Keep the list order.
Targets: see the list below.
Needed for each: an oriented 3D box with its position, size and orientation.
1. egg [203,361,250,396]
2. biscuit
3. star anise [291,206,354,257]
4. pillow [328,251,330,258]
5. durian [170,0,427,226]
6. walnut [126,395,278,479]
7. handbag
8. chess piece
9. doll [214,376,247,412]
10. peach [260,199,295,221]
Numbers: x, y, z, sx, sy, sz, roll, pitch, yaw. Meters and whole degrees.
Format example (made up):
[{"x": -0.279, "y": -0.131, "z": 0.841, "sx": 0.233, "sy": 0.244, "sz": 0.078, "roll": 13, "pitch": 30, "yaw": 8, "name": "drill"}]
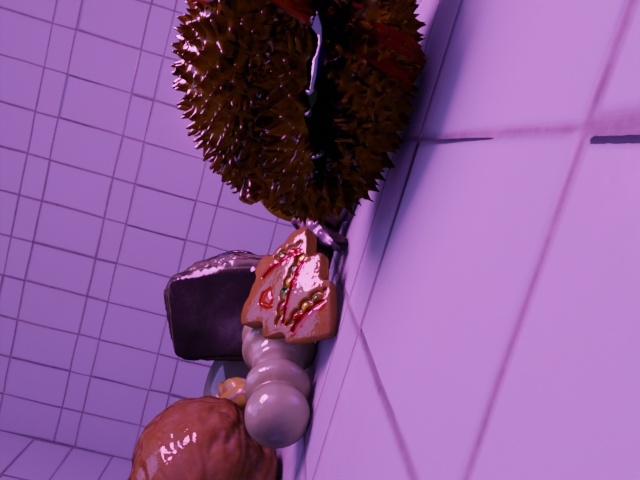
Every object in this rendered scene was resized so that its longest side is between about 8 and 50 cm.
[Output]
[{"x": -0.194, "y": 0.374, "z": 1.338, "sx": 0.203, "sy": 0.202, "sz": 0.283, "roll": 116, "pitch": 177, "yaw": -64, "name": "egg"}, {"x": -0.049, "y": 0.092, "z": 0.892, "sx": 0.212, "sy": 0.041, "sz": 0.238, "roll": -55, "pitch": 42, "yaw": 3, "name": "biscuit"}, {"x": -0.007, "y": -0.025, "z": 1.018, "sx": 0.237, "sy": 0.093, "sz": 0.229, "roll": -60, "pitch": 21, "yaw": 1, "name": "star anise"}, {"x": 0.000, "y": 0.000, "z": 1.212, "sx": 0.212, "sy": 0.052, "sz": 0.208, "roll": -160, "pitch": 82, "yaw": -85, "name": "pillow"}, {"x": -0.024, "y": -0.225, "z": 0.698, "sx": 0.347, "sy": 0.347, "sz": 0.385, "roll": 161, "pitch": 134, "yaw": -83, "name": "durian"}, {"x": -0.233, "y": 0.465, "z": 1.019, "sx": 0.344, "sy": 0.305, "sz": 0.306, "roll": -156, "pitch": 81, "yaw": -81, "name": "walnut"}, {"x": -0.193, "y": 0.150, "z": 1.286, "sx": 0.240, "sy": 0.340, "sz": 0.248, "roll": -64, "pitch": -31, "yaw": -82, "name": "handbag"}, {"x": -0.072, "y": 0.244, "z": 0.909, "sx": 0.251, "sy": 0.144, "sz": 0.145, "roll": -99, "pitch": 24, "yaw": -62, "name": "chess piece"}, {"x": -0.142, "y": 0.330, "z": 1.139, "sx": 0.291, "sy": 0.086, "sz": 0.117, "roll": -37, "pitch": 62, "yaw": 38, "name": "doll"}, {"x": -0.074, "y": -0.167, "z": 1.533, "sx": 0.231, "sy": 0.230, "sz": 0.231, "roll": -165, "pitch": 90, "yaw": -85, "name": "peach"}]
